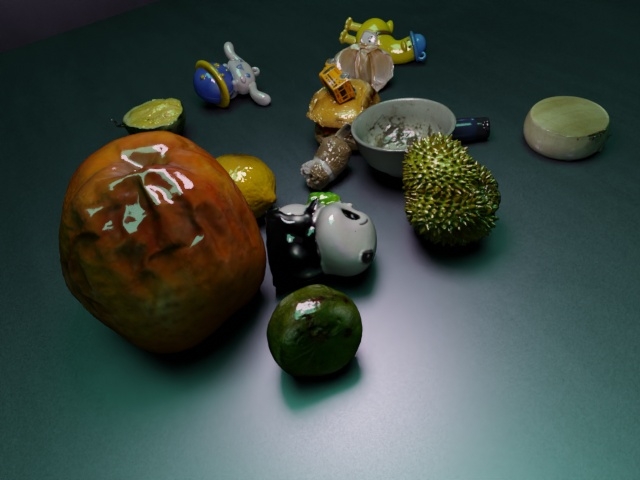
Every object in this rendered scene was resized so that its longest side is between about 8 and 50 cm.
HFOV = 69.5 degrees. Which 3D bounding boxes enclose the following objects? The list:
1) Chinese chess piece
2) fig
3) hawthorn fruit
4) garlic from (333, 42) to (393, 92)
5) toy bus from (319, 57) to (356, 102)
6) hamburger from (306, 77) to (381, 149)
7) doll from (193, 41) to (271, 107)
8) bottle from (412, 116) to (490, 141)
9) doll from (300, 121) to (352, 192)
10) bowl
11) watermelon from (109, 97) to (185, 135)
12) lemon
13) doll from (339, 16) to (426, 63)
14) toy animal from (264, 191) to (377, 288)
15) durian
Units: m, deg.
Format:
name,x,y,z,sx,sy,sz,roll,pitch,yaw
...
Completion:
name,x,y,z,sx,sy,sz,roll,pitch,yaw
Chinese chess piece,0.725,-0.332,1.365,0.237,0.092,0.238,-4,46,4
fig,-0.026,0.165,0.977,0.202,0.203,0.235,-20,26,-9
hawthorn fruit,-0.348,0.003,1.001,0.470,0.472,0.472,-5,47,5
garlic,0.144,-0.627,1.708,0.229,0.178,0.142,-4,13,-19
toy bus,0.047,-0.493,1.423,0.074,0.070,0.162,-32,47,5
hamburger,0.085,-0.395,1.483,0.244,0.163,0.245,-9,50,11
doll,-0.338,-0.579,1.749,0.311,0.160,0.242,42,49,11
bottle,0.404,-0.340,1.440,0.244,0.082,0.072,-5,91,6
doll,0.029,-0.248,1.368,0.221,0.114,0.105,-59,17,-8
bowl,0.237,-0.276,1.323,0.288,0.146,0.290,-6,42,6
watermelon,-0.576,-0.402,1.612,0.232,0.127,0.204,-35,52,-24
lemon,-0.231,-0.147,1.283,0.256,0.188,0.188,15,51,23
doll,0.253,-0.781,1.842,0.362,0.145,0.200,26,95,18
toy animal,0.000,-0.010,1.102,0.266,0.213,0.213,-11,47,2
durian,0.301,-0.115,1.126,0.224,0.291,0.291,-34,36,33
